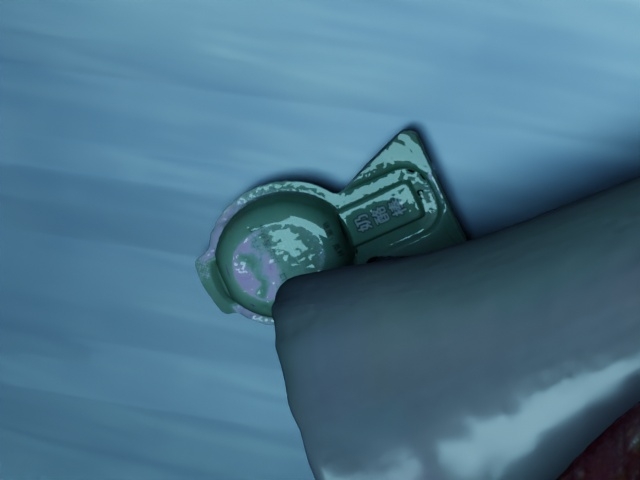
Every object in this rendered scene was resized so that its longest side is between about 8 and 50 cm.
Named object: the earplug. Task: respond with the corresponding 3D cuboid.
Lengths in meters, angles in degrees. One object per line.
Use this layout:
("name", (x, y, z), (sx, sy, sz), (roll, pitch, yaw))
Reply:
("earplug", (0.153, 0.040, 0.739), (0.301, 0.172, 0.172), (-22, 99, 11))

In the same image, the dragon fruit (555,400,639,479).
("dragon fruit", (0.169, 0.144, 0.643), (0.282, 0.147, 0.211), (-17, 137, -7))

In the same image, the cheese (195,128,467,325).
("cheese", (0.000, 0.000, 0.822), (0.121, 0.026, 0.067), (-23, 99, 17))
